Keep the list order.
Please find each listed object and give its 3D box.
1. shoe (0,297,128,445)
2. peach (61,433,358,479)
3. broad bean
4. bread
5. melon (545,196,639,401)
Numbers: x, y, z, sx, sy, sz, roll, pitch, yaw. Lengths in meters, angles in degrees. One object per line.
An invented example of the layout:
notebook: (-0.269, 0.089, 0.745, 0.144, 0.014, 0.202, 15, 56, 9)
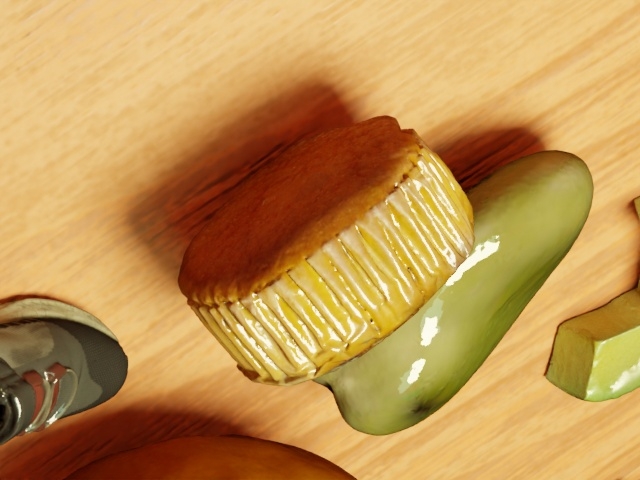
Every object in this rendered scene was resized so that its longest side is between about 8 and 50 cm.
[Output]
shoe: (-0.230, 0.100, 1.013, 0.228, 0.112, 0.099, 7, 115, -28)
peach: (-0.080, 0.296, 1.097, 0.343, 0.301, 0.342, -17, 150, -10)
broad bean: (0.104, 0.038, 1.127, 0.263, 0.121, 0.189, -37, 161, -2)
bread: (0.000, 0.000, 1.018, 0.199, 0.199, 0.104, -36, 113, -2)
melon: (0.275, 0.042, 1.267, 0.118, 0.064, 0.209, 4, 116, -23)
